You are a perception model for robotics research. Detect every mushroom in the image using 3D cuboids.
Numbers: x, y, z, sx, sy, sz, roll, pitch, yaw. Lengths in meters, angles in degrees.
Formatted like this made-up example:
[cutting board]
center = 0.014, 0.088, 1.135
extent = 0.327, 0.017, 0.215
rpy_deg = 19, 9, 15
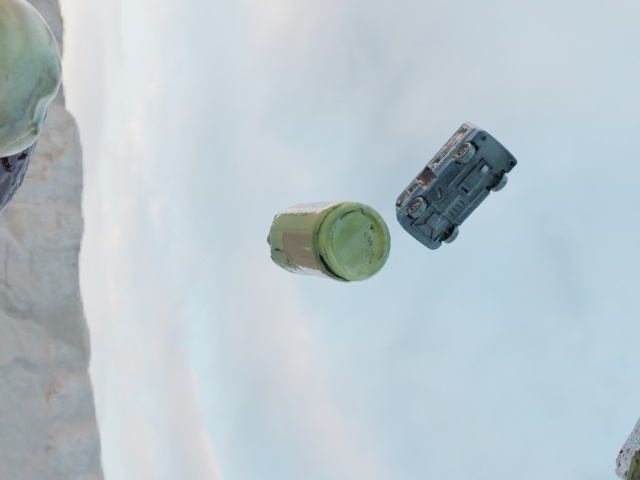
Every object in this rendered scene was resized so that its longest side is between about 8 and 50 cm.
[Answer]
[mushroom]
center = -0.282, -0.134, 0.535
extent = 0.112, 0.147, 0.148
rpy_deg = 171, -85, -66

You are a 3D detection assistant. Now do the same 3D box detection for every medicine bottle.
[medicine bottle]
center = 0.000, 0.000, 1.024
extent = 0.239, 0.124, 0.124
rpy_deg = -179, -93, -67

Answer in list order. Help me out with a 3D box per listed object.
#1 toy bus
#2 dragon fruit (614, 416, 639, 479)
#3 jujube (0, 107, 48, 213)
[toy bus]
center = 0.260, -0.110, 1.339
extent = 0.246, 0.113, 0.134
rpy_deg = -49, -157, 14
[dragon fruit]
center = 0.515, 0.277, 0.904
extent = 0.152, 0.317, 0.205
rpy_deg = 34, -92, 23
[jujube]
center = -0.444, -0.154, 0.843
extent = 0.190, 0.189, 0.256
rpy_deg = 28, -70, 56
